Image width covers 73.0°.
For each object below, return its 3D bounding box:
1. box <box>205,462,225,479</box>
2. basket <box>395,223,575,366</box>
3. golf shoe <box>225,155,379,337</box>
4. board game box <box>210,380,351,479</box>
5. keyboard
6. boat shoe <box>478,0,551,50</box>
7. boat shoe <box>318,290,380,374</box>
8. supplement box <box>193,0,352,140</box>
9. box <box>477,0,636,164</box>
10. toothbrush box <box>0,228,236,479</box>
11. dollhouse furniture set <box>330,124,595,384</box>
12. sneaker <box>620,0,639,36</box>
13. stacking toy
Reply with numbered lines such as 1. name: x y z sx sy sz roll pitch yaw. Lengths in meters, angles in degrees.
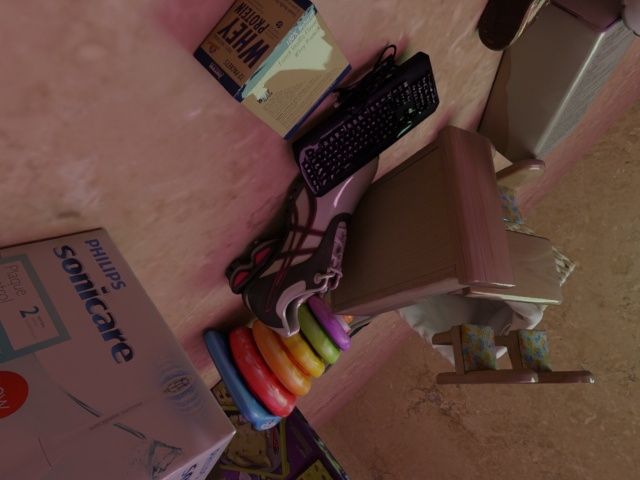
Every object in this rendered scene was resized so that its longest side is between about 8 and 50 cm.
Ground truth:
1. box: -0.295 0.374 0.670 0.167 0.168 0.203 -44 157 3
2. basket: 0.387 0.104 1.119 0.266 0.331 0.328 -34 157 -34
3. golf shoe: 0.000 0.000 0.559 0.273 0.120 0.105 -51 154 17
4. board game box: -0.103 0.423 0.838 0.208 0.347 0.056 -41 160 -3
5. keyboard: 0.055 -0.131 0.467 0.192 0.038 0.100 -39 126 -10
6. boat shoe: 0.253 -0.310 0.500 0.060 0.064 0.178 -34 163 -33
7. boat shoe: 0.054 0.134 0.901 0.340 0.127 0.113 -64 180 26
8. supplement box: -0.034 -0.138 0.336 0.083 0.056 0.083 -47 157 10
9. box: 0.372 -0.267 0.684 0.148 0.121 0.311 -37 157 -11
10. toothbrush box: -0.242 0.134 0.272 0.295 0.216 0.126 -16 146 -45
11. dollhouse furniture set: 0.244 0.018 0.622 0.394 0.362 0.256 9 159 -28
12. sneaker: 0.382 -0.358 0.417 0.111 0.129 0.297 -33 120 -12
13. stacking toy: -0.014 0.151 0.706 0.301 0.166 0.175 -35 157 -4
